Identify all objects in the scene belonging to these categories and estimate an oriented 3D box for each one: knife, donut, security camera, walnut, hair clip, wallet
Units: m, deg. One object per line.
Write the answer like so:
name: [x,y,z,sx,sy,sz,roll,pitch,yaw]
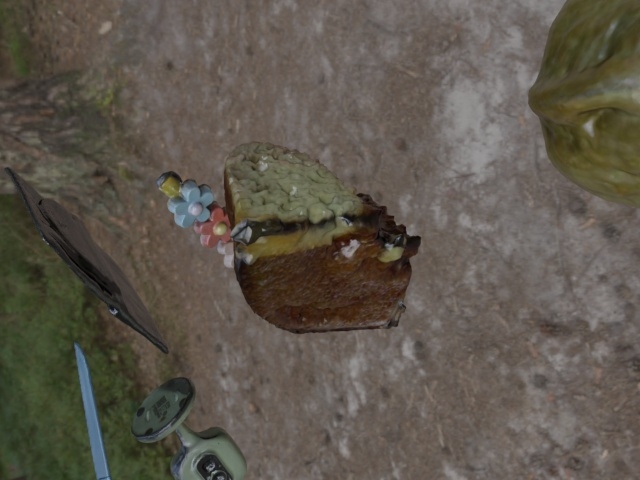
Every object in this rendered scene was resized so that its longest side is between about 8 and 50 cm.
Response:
knife: [-0.254,0.268,0.796,0.044,0.019,0.313,-30,71,48]
donut: [-0.010,0.002,0.561,0.144,0.186,0.126,-63,36,39]
security camera: [-0.089,0.151,0.496,0.058,0.058,0.092,-2,131,51]
walnut: [0.326,-0.142,0.603,0.283,0.283,0.227,4,112,51]
hair clip: [-0.125,-0.015,0.839,0.056,0.214,0.062,31,80,31]
wallet: [-0.366,0.030,1.082,0.247,0.041,0.323,46,170,43]
